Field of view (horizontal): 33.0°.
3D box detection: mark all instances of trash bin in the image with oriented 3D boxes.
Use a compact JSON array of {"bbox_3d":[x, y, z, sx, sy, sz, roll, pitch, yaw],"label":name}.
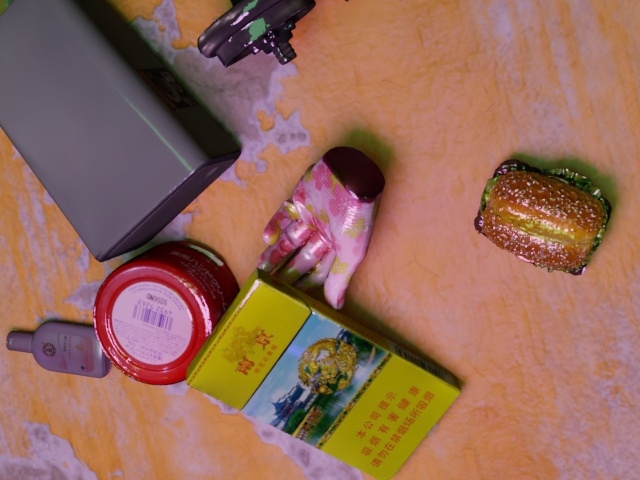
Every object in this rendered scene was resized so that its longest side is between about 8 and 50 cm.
[{"bbox_3d":[-0.311,-0.175,1.491,0.223,0.158,0.343,-40,89,19],"label":"trash bin"}]

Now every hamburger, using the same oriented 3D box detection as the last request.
[{"bbox_3d":[0.286,-0.032,1.397,0.165,0.087,0.137,24,106,9],"label":"hamburger"}]

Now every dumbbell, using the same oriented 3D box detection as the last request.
[{"bbox_3d":[-0.115,-0.353,1.379,0.192,0.192,0.290,-32,94,19],"label":"dumbbell"}]

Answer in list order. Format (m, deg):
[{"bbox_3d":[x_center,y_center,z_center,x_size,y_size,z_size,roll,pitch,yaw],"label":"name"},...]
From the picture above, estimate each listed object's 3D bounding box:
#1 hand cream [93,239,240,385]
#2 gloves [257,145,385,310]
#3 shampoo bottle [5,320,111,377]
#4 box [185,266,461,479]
[{"bbox_3d":[-0.218,0.103,1.544,0.193,0.125,0.193,4,105,14],"label":"hand cream"},{"bbox_3d":[0.004,-0.008,1.469,0.145,0.126,0.241,31,136,2],"label":"gloves"},{"bbox_3d":[-0.400,0.163,1.648,0.165,0.040,0.080,6,105,13],"label":"shampoo bottle"},{"bbox_3d":[0.005,0.191,1.480,0.335,0.047,0.187,30,110,-16],"label":"box"}]
